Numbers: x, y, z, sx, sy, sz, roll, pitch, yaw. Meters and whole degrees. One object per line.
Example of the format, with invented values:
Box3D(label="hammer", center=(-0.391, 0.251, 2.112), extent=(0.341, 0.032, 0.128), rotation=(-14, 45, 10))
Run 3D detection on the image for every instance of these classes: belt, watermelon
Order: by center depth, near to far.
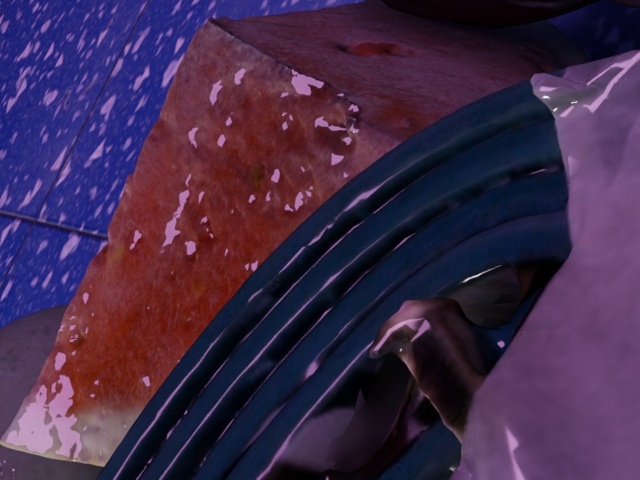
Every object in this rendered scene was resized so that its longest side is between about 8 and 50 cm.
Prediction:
Box3D(label="belt", center=(0.038, 0.164, 0.411), extent=(0.436, 0.173, 0.300), rotation=(-59, 35, 9))
Box3D(label="watermelon", center=(0.000, 0.000, 0.633), extent=(0.256, 0.176, 0.260), rotation=(-56, -10, -80))

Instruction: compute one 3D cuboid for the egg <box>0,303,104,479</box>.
Box3D(label="egg", center=(-0.129, 0.137, 0.724), extent=(0.169, 0.169, 0.236), rotation=(-31, 33, 44))

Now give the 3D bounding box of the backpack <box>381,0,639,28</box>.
Box3D(label="backpack", center=(0.071, -0.187, 0.539), extent=(0.317, 0.283, 0.197), rotation=(-12, 53, 42))
